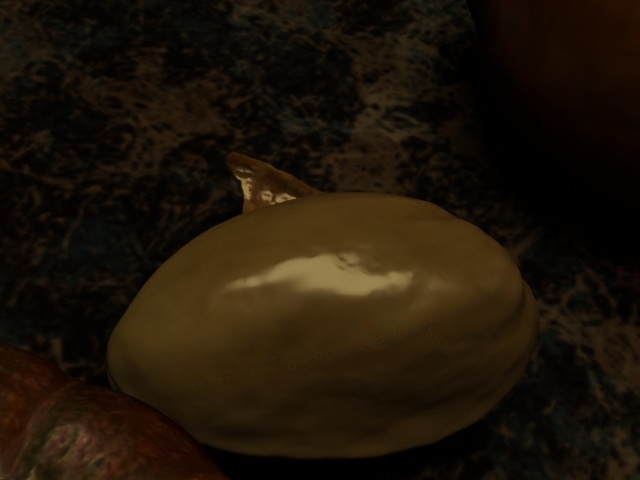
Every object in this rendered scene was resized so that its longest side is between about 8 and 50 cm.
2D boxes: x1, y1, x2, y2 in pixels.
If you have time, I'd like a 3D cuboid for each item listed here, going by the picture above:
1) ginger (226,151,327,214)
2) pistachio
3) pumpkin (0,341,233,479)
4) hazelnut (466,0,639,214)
[{"bbox_3d":[0.002,-0.004,0.869,0.137,0.044,0.057,28,16,6],"label":"ginger"},{"bbox_3d":[0.002,0.044,0.768,0.226,0.136,0.136,-9,49,-15],"label":"pistachio"},{"bbox_3d":[-0.142,0.136,0.556,0.325,0.242,0.232,11,53,-9],"label":"pumpkin"},{"bbox_3d":[0.273,-0.170,0.919,0.365,0.366,0.366,7,45,-7],"label":"hazelnut"}]
